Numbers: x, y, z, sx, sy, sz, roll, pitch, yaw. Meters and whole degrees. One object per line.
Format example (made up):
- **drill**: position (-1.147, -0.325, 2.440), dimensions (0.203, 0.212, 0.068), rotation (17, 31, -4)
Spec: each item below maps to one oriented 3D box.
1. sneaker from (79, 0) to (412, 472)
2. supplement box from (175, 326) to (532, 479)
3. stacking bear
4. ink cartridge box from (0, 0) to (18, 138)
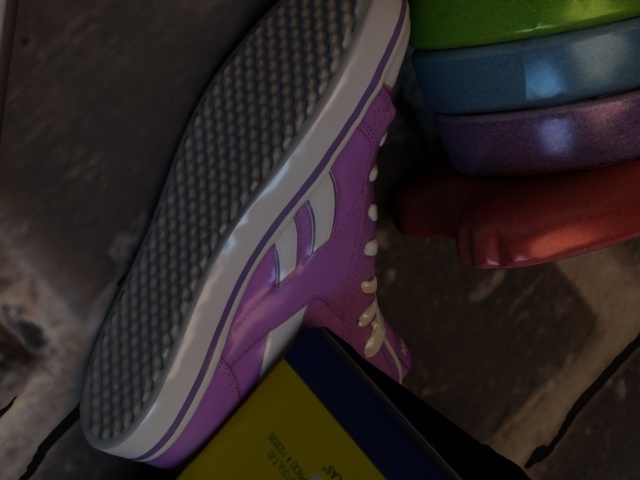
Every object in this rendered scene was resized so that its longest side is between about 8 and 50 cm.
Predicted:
- **sneaker**: position (-0.001, 0.000, 0.876), dimensions (0.161, 0.102, 0.282), rotation (20, 105, -34)
- **supplement box**: position (-0.019, 0.259, 0.832), dimensions (0.356, 0.195, 0.194), rotation (-49, 131, 3)
- **stacking bear**: position (0.107, -0.151, 0.853), dimensions (0.164, 0.175, 0.289), rotation (-14, 102, -13)
- **ink cartridge box**: position (-0.258, -0.098, 0.730), dimensions (0.239, 0.060, 0.275), rotation (9, 101, -4)
